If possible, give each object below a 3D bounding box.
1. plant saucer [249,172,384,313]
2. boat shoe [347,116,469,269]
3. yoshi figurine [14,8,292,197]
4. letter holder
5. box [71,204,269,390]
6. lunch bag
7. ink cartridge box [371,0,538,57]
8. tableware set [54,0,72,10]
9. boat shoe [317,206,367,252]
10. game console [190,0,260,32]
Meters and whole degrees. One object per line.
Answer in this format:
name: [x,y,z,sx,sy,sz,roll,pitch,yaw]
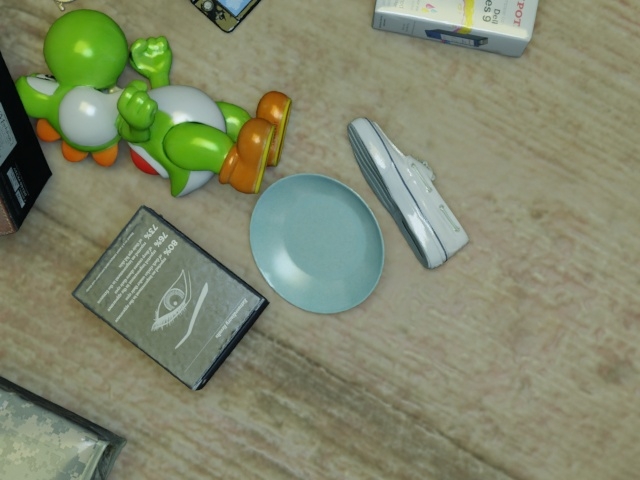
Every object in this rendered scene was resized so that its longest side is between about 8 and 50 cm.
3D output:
plant saucer: [0.000,0.000,1.485,0.195,0.037,0.195,9,112,22]
boat shoe: [0.118,-0.073,1.503,0.076,0.083,0.226,-31,97,-13]
yoshi figurine: [-0.224,-0.196,1.469,0.362,0.203,0.203,15,70,5]
letter holder: [-0.505,-0.157,1.400,0.214,0.152,0.301,-8,122,11]
box: [-0.193,0.076,1.476,0.207,0.108,0.153,39,87,4]
lunch bag: [-0.418,0.336,1.433,0.235,0.169,0.287,25,82,3]
ink cartridge box: [0.188,-0.347,1.508,0.212,0.093,0.154,12,85,1]
tableware set: [-0.352,-0.411,1.564,0.169,0.020,0.141,-40,87,-3]
boat shoe: [0.024,-0.027,1.510,0.038,0.046,0.125,-37,83,-2]
game console: [-0.127,-0.365,1.528,0.107,0.071,0.122,42,88,4]
